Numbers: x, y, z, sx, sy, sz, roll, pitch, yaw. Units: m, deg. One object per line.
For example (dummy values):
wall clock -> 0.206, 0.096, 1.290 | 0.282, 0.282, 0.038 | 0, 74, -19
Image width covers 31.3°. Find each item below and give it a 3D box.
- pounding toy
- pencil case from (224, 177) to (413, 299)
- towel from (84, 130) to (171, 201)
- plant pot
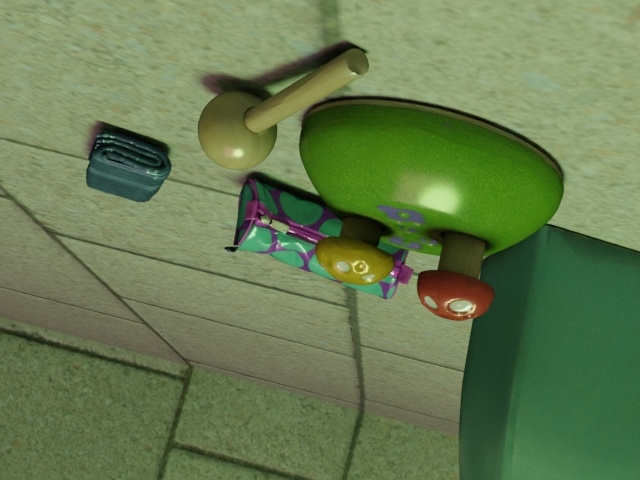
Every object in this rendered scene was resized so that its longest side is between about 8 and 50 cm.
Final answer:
pounding toy -> 0.042, -0.017, 0.753 | 0.237, 0.110, 0.183 | 24, 164, -33
pencil case -> 0.000, 0.000, 0.964 | 0.152, 0.064, 0.070 | 18, -177, -14
towel -> -0.164, -0.062, 0.970 | 0.067, 0.029, 0.119 | 18, 166, -12
plant pot -> 0.204, 0.135, 0.920 | 0.165, 0.234, 0.166 | 16, 166, -5
